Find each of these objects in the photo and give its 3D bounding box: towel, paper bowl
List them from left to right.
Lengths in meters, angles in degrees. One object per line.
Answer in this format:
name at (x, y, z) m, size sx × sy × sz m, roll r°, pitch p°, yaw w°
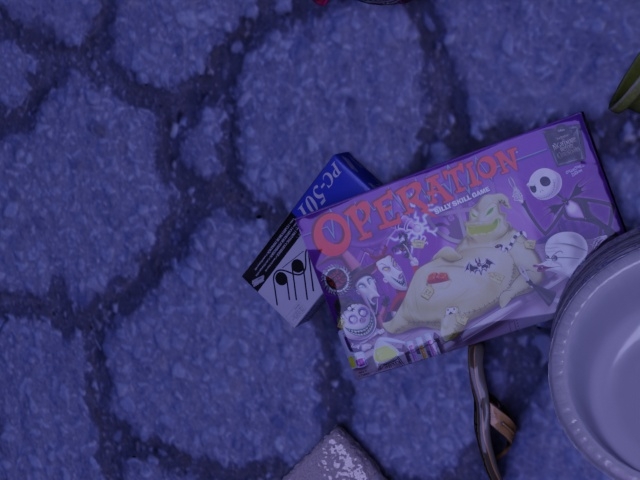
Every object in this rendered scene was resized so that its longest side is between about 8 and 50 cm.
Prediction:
towel at (-0.005, 0.390, 1.370) m, size 0.187 × 0.049 × 0.282 m, roll 46°, pitch 114°, yaw 12°
paper bowl at (0.372, 0.129, 1.062) m, size 0.284 × 0.148 × 0.284 m, roll 4°, pitch 106°, yaw 15°

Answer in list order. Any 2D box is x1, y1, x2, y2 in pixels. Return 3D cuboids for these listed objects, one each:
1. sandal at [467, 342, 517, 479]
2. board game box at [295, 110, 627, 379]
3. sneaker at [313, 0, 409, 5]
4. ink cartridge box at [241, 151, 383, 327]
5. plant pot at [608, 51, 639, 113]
sandal at (0.203, 0.204, 1.236) m, size 0.049 × 0.072 × 0.180 m, roll -7°, pitch 91°, yaw 5°
board game box at (0.164, 0.011, 1.197) m, size 0.347 × 0.056 × 0.208 m, roll -21°, pitch 88°, yaw 19°
sneaker at (0.114, -0.317, 1.175) m, size 0.299 × 0.121 × 0.112 m, roll 10°, pitch 132°, yaw 23°
ink cartridge box at (0.000, 0.000, 1.306) m, size 0.097 × 0.046 × 0.207 m, roll 43°, pitch 113°, yaw 13°
plant pot at (0.449, -0.167, 0.962) m, size 0.254 × 0.276 × 0.276 m, roll 35°, pitch 112°, yaw 5°
